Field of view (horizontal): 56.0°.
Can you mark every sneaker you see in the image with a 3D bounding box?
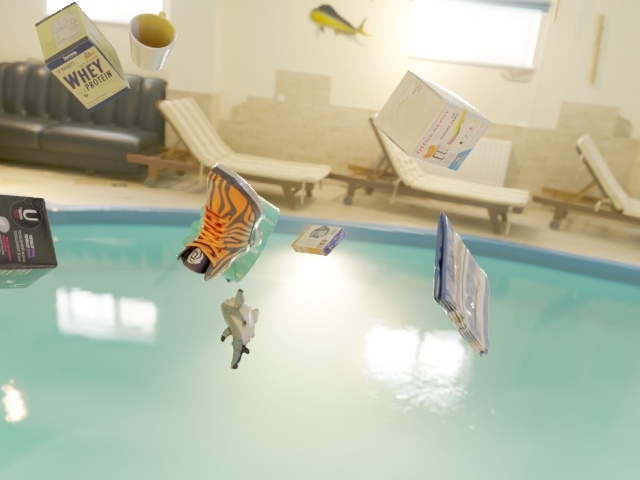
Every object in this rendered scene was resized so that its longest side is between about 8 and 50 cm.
[{"bbox_3d":[-0.213,-0.014,1.250,0.125,0.321,0.180,36,68,18],"label":"sneaker"}]

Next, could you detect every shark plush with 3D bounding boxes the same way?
[{"bbox_3d":[-0.150,0.167,1.088,0.067,0.073,0.161,-21,53,11],"label":"shark plush"}]

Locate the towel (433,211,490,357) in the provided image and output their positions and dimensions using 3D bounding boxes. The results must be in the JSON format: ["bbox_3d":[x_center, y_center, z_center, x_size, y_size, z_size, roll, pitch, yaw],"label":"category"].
[{"bbox_3d":[0.304,0.098,1.267,0.034,0.285,0.209,-10,54,29],"label":"towel"}]

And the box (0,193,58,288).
[{"bbox_3d":[-0.693,0.004,1.190,0.143,0.165,0.270,-27,-17,34],"label":"box"}]

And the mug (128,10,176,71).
[{"bbox_3d":[-0.230,-0.271,0.833,0.062,0.064,0.078,46,58,4],"label":"mug"}]

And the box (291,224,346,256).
[{"bbox_3d":[0.000,0.000,1.460,0.136,0.028,0.081,9,48,47],"label":"box"}]

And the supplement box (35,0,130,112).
[{"bbox_3d":[-0.277,-0.214,0.702,0.056,0.083,0.083,-30,57,3],"label":"supplement box"}]

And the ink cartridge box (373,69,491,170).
[{"bbox_3d":[0.300,-0.316,1.614,0.233,0.171,0.168,7,35,-46],"label":"ink cartridge box"}]

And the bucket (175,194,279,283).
[{"bbox_3d":[-0.250,-0.028,1.648,0.183,0.281,0.281,31,14,-13],"label":"bucket"}]
